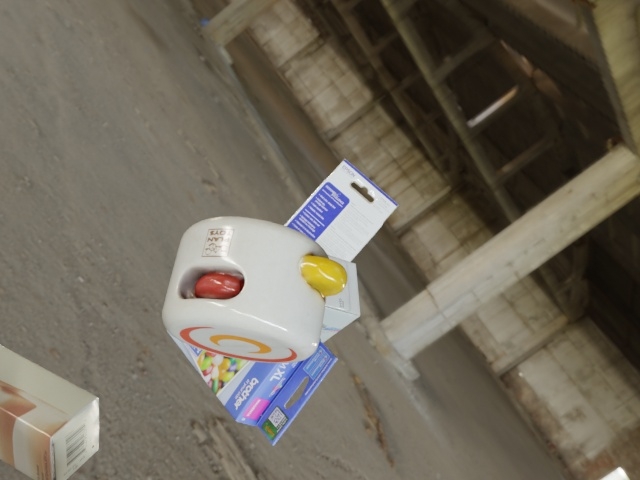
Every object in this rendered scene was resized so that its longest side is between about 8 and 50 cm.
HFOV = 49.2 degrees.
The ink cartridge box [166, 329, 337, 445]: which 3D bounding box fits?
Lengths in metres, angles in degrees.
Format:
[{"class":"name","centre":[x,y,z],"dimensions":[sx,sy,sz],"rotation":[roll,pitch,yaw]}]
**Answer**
[{"class":"ink cartridge box","centre":[-0.126,0.175,1.191],"dimensions":[0.311,0.185,0.065],"rotation":[40,4,39]}]

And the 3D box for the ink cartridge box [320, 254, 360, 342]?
[{"class":"ink cartridge box","centre":[-0.021,0.122,1.427],"dimensions":[0.127,0.176,0.128],"rotation":[18,50,-29]}]

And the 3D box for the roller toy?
[{"class":"roller toy","centre":[-0.086,0.058,0.858],"dimensions":[0.191,0.146,0.209],"rotation":[18,-23,-19]}]

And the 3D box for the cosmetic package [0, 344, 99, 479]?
[{"class":"cosmetic package","centre":[-0.583,0.327,1.344],"dimensions":[0.296,0.153,0.129],"rotation":[21,33,19]}]

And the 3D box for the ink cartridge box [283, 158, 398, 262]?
[{"class":"ink cartridge box","centre":[0.000,0.000,1.668],"dimensions":[0.176,0.371,0.069],"rotation":[41,-4,5]}]
